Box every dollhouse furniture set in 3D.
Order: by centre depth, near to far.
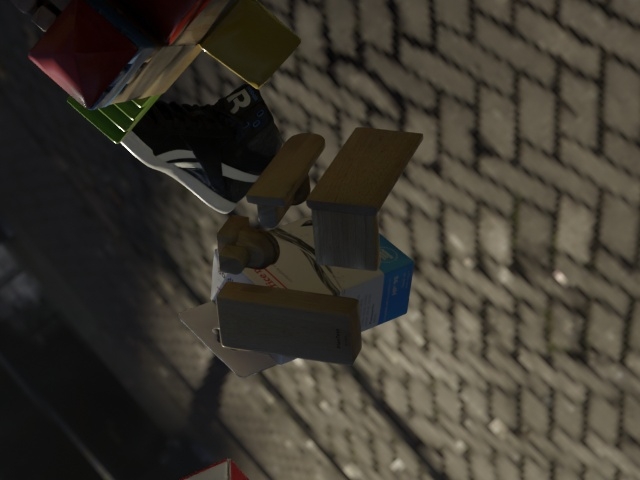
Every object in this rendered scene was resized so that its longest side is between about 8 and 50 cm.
[{"bbox_3d":[0.000,0.000,1.364,0.144,0.123,0.151,7,123,18],"label":"dollhouse furniture set"}]

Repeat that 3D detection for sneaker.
[{"bbox_3d":[-0.120,-0.121,1.653,0.217,0.121,0.079,35,-167,-50],"label":"sneaker"}]

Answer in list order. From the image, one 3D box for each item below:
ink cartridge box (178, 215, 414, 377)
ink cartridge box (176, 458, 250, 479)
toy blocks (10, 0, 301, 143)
[{"bbox_3d":[-0.021,0.041,1.450,0.104,0.180,0.060,40,137,37],"label":"ink cartridge box"},{"bbox_3d":[-0.091,0.299,1.559,0.175,0.127,0.072,52,-159,-33],"label":"ink cartridge box"},{"bbox_3d":[-0.062,-0.223,1.042,0.191,0.381,0.261,42,-172,-1],"label":"toy blocks"}]
